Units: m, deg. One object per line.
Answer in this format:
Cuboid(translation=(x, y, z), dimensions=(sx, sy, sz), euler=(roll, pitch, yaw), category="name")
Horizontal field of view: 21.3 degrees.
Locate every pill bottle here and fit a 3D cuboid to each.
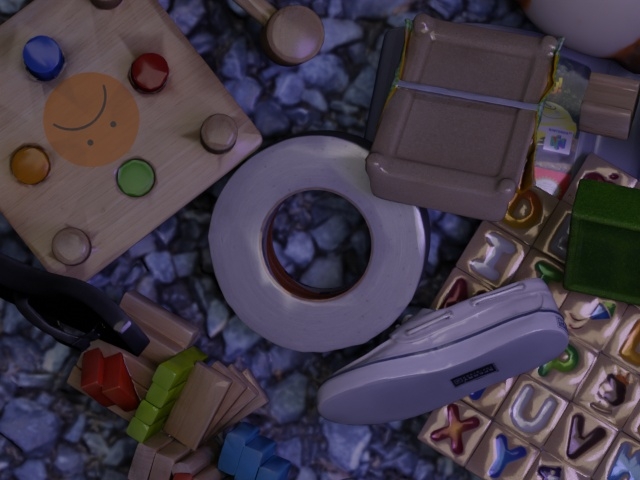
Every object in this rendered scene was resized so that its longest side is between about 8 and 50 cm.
Cuboid(translation=(0.295, 0.249, 1.759), dimensions=(0.103, 0.103, 0.184), euler=(-22, 93, -6), category="pill bottle")

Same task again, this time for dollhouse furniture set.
Cuboid(translation=(0.209, -0.081, 1.681), dimensions=(0.302, 0.151, 0.197), euler=(13, 63, 14), category="dollhouse furniture set")

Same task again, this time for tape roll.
Cuboid(translation=(0.000, 0.000, 1.718), dimensions=(0.219, 0.072, 0.219), euler=(1, 97, 7), category="tape roll")

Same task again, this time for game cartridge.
Cuboid(translation=(0.197, -0.122, 1.778), dimensions=(0.294, 0.060, 0.196), euler=(11, 85, -6), category="game cartridge")

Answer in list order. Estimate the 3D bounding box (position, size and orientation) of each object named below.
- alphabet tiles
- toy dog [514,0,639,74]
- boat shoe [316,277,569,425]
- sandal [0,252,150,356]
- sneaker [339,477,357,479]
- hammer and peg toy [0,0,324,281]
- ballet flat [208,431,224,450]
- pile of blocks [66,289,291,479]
Cuboid(translation=(0.257, 0.098, 1.717), dimensions=(0.285, 0.011, 0.342), euler=(31, 88, 10), category="alphabet tiles")
Cuboid(translation=(0.348, -0.358, 1.650), dimensions=(0.285, 0.395, 0.408), euler=(24, 121, -18), category="toy dog")
Cuboid(translation=(0.115, 0.109, 1.694), dimensions=(0.258, 0.095, 0.084), euler=(-17, 54, 4), category="boat shoe")
Cuboid(translation=(-0.261, 0.070, 1.653), dimensions=(0.054, 0.254, 0.097), euler=(-57, 138, -19), category="sandal")
Cuboid(translation=(0.209, 0.358, 1.695), dimensions=(0.257, 0.169, 0.447), euler=(-42, 76, -7), category="sneaker")
Cuboid(translation=(-0.191, -0.158, 1.699), dimensions=(0.361, 0.127, 0.266), euler=(-39, 92, -5), category="hammer and peg toy")
Cuboid(translation=(-0.120, 0.182, 1.749), dimensions=(0.041, 0.041, 0.114), euler=(-28, 93, -6), category="ballet flat")
Cuboid(translation=(-0.116, 0.216, 1.670), dimensions=(0.149, 0.112, 0.362), euler=(-37, 87, 21), category="pile of blocks")
